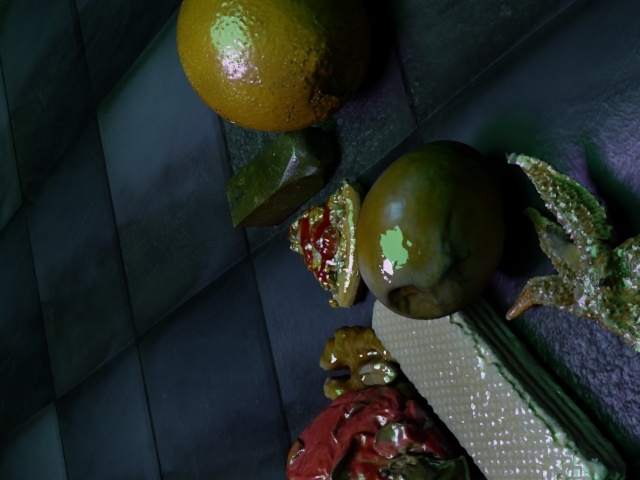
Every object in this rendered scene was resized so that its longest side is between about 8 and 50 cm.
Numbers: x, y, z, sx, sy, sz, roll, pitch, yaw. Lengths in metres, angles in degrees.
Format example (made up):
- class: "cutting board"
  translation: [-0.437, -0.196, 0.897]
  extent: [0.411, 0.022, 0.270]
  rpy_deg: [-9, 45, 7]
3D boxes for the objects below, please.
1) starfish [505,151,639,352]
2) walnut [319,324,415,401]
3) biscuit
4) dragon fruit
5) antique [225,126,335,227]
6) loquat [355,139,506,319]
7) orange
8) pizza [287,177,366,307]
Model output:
- class: "starfish"
  translation: [0.293, 0.011, 1.311]
  extent: [0.293, 0.084, 0.301]
  rpy_deg: [33, 123, 50]
- class: "walnut"
  translation: [0.070, 0.185, 1.681]
  extent: [0.170, 0.069, 0.143]
  rpy_deg: [-7, 90, 53]
- class: "biscuit"
  translation: [0.202, 0.176, 1.466]
  extent: [0.426, 0.078, 0.144]
  rpy_deg: [52, 133, 41]
- class: "dragon fruit"
  translation: [0.065, 0.312, 1.558]
  extent: [0.317, 0.152, 0.205]
  rpy_deg: [46, 131, 28]
- class: "antique"
  translation: [-0.058, -0.096, 1.849]
  extent: [0.221, 0.081, 0.080]
  rpy_deg: [-36, 63, 53]
- class: "loquat"
  translation: [0.134, -0.017, 1.443]
  extent: [0.179, 0.179, 0.227]
  rpy_deg: [-36, 28, 53]
- class: "orange"
  translation: [-0.064, -0.278, 1.684]
  extent: [0.274, 0.274, 0.274]
  rpy_deg: [6, 97, 57]
- class: "pizza"
  translation: [0.000, 0.000, 1.786]
  extent: [0.199, 0.062, 0.188]
  rpy_deg: [7, 96, 58]
